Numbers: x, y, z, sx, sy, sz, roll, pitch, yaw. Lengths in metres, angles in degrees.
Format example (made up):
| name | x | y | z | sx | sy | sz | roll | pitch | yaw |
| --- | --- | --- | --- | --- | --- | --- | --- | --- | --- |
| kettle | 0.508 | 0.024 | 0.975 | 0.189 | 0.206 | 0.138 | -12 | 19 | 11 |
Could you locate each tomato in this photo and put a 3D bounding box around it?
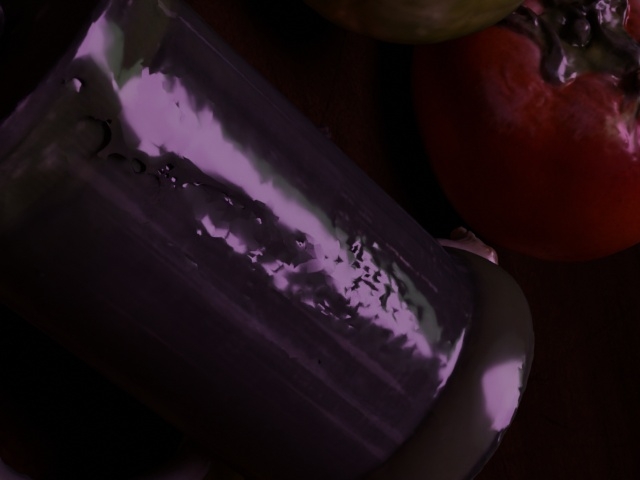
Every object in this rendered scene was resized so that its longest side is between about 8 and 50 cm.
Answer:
| name | x | y | z | sx | sy | sz | roll | pitch | yaw |
| --- | --- | --- | --- | --- | --- | --- | --- | --- | --- |
| tomato | 0.244 | -0.134 | 1.383 | 0.321 | 0.321 | 0.322 | 38 | 46 | -53 |

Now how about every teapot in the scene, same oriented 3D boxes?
| name | x | y | z | sx | sy | sz | roll | pitch | yaw |
| --- | --- | --- | --- | --- | --- | --- | --- | --- | --- |
| teapot | -0.085 | 0.018 | 0.703 | 0.337 | 0.270 | 0.200 | 42 | -2 | -28 |

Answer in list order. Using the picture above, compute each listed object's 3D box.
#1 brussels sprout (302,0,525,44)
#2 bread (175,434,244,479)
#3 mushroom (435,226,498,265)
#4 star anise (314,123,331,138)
| name | x | y | z | sx | sy | sz | roll | pitch | yaw |
| --- | --- | --- | --- | --- | --- | --- | --- | --- | --- |
| brussels sprout | 0.074 | -0.330 | 1.125 | 0.344 | 0.268 | 0.344 | 26 | 58 | -53 |
| bread | -0.043 | 0.155 | 0.887 | 0.130 | 0.071 | 0.139 | 53 | 41 | -32 |
| mushroom | 0.086 | 0.040 | 1.187 | 0.278 | 0.096 | 0.099 | -24 | 102 | -68 |
| star anise | 0.002 | 0.007 | 0.979 | 0.214 | 0.099 | 0.220 | -30 | 102 | -83 |
